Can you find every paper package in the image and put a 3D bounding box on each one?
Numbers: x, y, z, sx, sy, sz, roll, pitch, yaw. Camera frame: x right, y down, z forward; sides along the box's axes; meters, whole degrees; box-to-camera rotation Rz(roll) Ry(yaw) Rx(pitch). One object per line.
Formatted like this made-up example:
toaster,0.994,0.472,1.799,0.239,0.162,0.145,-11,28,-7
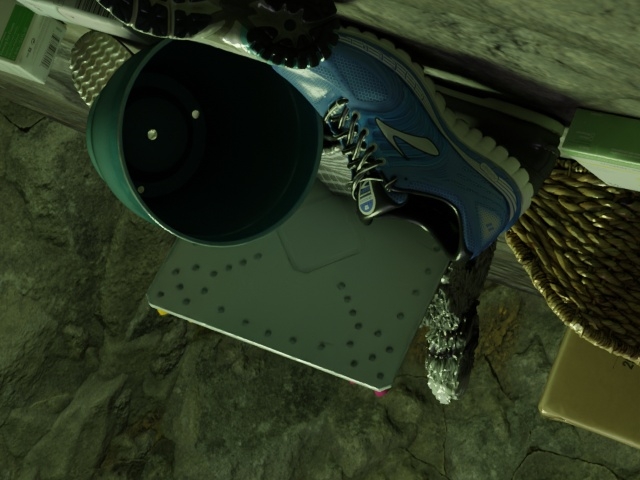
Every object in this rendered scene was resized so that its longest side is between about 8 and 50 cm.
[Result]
paper package,0.540,0.176,2.208,0.310,0.324,0.168,20,176,16

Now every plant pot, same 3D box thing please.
plant pot,-0.173,-0.135,1.809,0.272,0.271,0.255,22,174,-27

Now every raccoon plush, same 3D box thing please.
raccoon plush,0.114,0.058,2.407,0.299,0.446,0.216,17,-158,25

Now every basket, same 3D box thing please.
basket,0.378,0.039,1.893,0.299,0.223,0.213,22,176,-44

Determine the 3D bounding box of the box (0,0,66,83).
box,-0.465,-0.312,2.184,0.087,0.101,0.102,19,175,17

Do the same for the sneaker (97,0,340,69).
sneaker,-0.128,-0.240,1.414,0.283,0.110,0.122,22,179,-21

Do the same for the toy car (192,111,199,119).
toy car,-0.130,-0.162,2.045,0.159,0.182,0.136,1,176,-20

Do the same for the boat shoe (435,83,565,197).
boat shoe,0.120,-0.137,1.664,0.335,0.095,0.112,18,176,25

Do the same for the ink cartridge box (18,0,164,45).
ink cartridge box,-0.278,-0.291,1.880,0.189,0.066,0.232,18,172,23

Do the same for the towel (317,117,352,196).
towel,0.041,-0.135,1.932,0.235,0.121,0.284,24,175,-37

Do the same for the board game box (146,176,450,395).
board game box,0.000,0.000,2.077,0.390,0.390,0.050,19,155,18

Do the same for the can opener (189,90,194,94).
can opener,-0.138,-0.235,1.944,0.059,0.073,0.186,9,171,-38

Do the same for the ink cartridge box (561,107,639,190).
ink cartridge box,0.393,-0.070,1.536,0.171,0.056,0.235,16,173,41

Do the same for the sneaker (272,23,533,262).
sneaker,0.073,-0.103,1.529,0.330,0.147,0.130,40,157,-3

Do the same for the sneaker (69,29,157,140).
sneaker,-0.270,-0.199,2.187,0.293,0.102,0.146,47,-175,4
